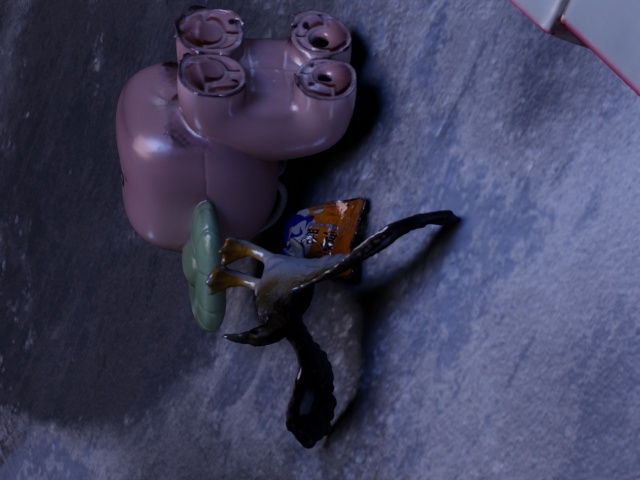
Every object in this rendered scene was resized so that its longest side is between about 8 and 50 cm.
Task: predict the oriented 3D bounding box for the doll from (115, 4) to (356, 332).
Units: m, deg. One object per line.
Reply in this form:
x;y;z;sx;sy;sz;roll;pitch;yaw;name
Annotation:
-0.087;-0.075;1.779;0.284;0.216;0.268;-93;8;-45;doll

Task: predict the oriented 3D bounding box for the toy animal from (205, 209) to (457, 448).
-0.036;0.063;1.630;0.160;0.197;0.272;38;121;39;toy animal

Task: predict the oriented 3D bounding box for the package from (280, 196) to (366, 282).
0.001;0.000;1.737;0.111;0.033;0.077;-3;56;43;package

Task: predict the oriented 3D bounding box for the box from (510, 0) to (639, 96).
0.339;-0.182;1.046;0.300;0.314;0.312;53;125;44;box
